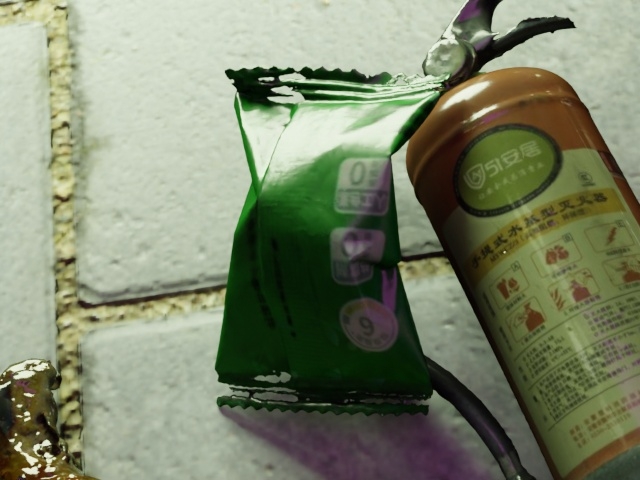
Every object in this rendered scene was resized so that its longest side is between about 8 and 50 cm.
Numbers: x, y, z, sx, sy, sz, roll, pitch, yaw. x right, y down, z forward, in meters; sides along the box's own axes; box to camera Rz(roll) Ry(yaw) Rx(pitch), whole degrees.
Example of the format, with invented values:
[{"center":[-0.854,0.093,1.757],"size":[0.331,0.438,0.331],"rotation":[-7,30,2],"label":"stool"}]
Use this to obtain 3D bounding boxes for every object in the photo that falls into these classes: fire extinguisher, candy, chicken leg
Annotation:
[{"center":[0.105,0.022,0.786],"size":[0.200,0.113,0.376],"rotation":[-21,63,-2],"label":"fire extinguisher"},{"center":[-0.004,0.000,0.794],"size":[0.141,0.078,0.203],"rotation":[1,90,44],"label":"candy"},{"center":[-0.149,0.161,0.783],"size":[0.125,0.080,0.196],"rotation":[-38,57,-22],"label":"chicken leg"}]
